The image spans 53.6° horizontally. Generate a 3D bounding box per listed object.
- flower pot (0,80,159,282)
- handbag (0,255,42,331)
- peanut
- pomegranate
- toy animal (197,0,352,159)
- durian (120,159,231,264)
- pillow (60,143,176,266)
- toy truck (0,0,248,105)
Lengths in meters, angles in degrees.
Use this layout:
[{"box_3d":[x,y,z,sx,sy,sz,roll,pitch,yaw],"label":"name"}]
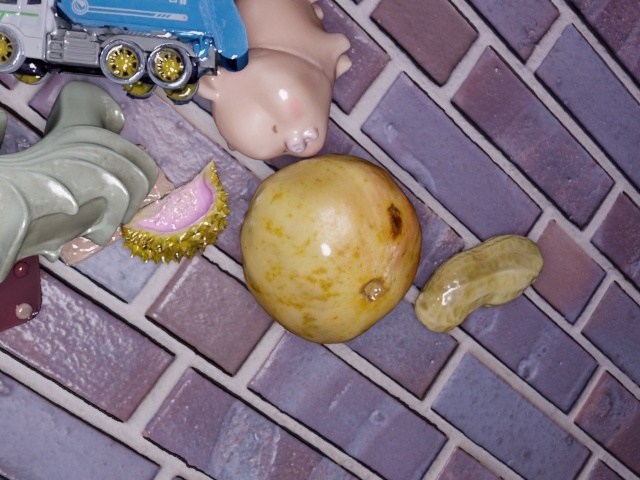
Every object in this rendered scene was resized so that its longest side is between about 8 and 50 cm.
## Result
[{"box_3d":[-0.411,-0.101,0.918,0.254,0.164,0.367,51,39,12],"label":"flower pot"},{"box_3d":[-0.527,0.057,0.948,0.216,0.074,0.203,-28,132,-54],"label":"handbag"},{"box_3d":[0.328,0.086,1.327,0.305,0.147,0.147,-21,102,-16],"label":"peanut"},{"box_3d":[0.000,0.000,1.110,0.342,0.342,0.343,-2,96,-21],"label":"pomegranate"},{"box_3d":[-0.079,-0.290,1.077,0.269,0.237,0.326,-25,66,3],"label":"toy animal"},{"box_3d":[-0.238,-0.034,1.109,0.132,0.165,0.182,48,46,5],"label":"durian"},{"box_3d":[-0.369,-0.061,1.099,0.232,0.043,0.126,-35,111,-17],"label":"pillow"},{"box_3d":[-0.282,-0.291,0.877,0.367,0.146,0.175,3,94,-8],"label":"toy truck"}]
